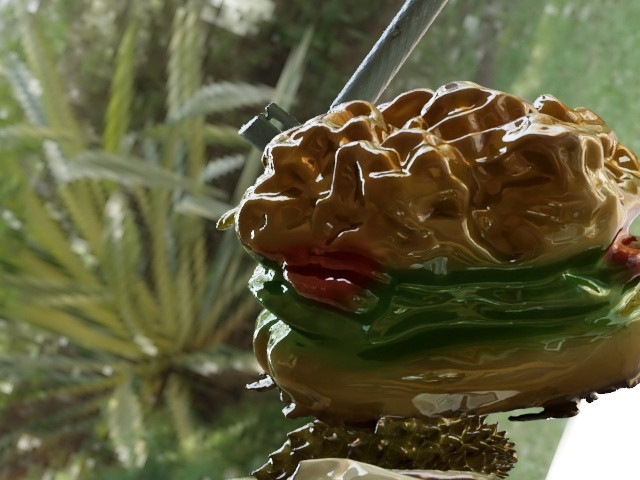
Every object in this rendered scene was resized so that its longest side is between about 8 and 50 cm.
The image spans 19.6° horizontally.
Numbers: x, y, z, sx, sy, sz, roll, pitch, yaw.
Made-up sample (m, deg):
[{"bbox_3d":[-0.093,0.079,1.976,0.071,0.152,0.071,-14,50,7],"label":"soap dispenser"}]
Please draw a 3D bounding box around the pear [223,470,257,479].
[{"bbox_3d":[-0.041,0.442,2.045,0.238,0.342,0.318,-48,31,26],"label":"pear"}]

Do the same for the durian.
[{"bbox_3d":[0.034,0.256,1.816,0.306,0.172,0.166,-40,-14,15],"label":"durian"}]

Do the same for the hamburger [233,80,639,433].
[{"bbox_3d":[0.064,-0.004,0.941,0.237,0.237,0.148,-110,12,-79],"label":"hamburger"}]

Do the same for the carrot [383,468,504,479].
[{"bbox_3d":[0.067,0.195,1.394,0.055,0.161,0.055,7,-90,-78],"label":"carrot"}]

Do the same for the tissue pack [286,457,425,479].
[{"bbox_3d":[0.137,0.306,1.134,0.297,0.380,0.207,85,-157,-60],"label":"tissue pack"}]

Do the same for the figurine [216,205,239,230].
[{"bbox_3d":[0.007,0.003,1.445,0.109,0.130,0.178,-66,-22,2],"label":"figurine"}]

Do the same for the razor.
[{"bbox_3d":[0.046,-0.134,1.359,0.232,0.106,0.068,-56,11,-21],"label":"razor"}]
